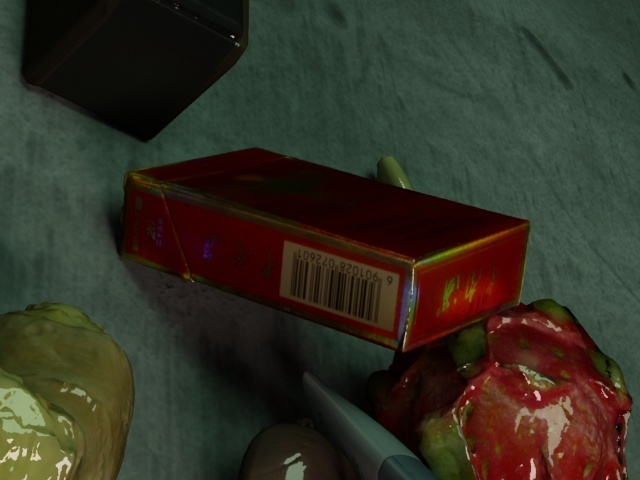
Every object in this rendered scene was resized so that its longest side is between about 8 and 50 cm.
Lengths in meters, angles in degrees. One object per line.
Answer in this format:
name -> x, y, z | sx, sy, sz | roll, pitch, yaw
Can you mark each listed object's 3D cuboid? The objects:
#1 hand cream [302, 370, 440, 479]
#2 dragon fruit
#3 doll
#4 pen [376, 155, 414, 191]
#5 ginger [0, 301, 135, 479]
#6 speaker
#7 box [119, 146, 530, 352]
hand cream -> 0.051, 0.189, 1.310 | 0.048, 0.079, 0.255 | -22, 29, -22
dragon fruit -> 0.161, 0.184, 1.406 | 0.231, 0.237, 0.302 | 12, 49, -23
doll -> -0.030, 0.233, 1.259 | 0.145, 0.096, 0.188 | 62, 37, -28
pen -> 0.113, 0.011, 1.690 | 0.032, 0.040, 0.233 | -2, 64, -49
ginger -> -0.210, 0.140, 1.111 | 0.138, 0.152, 0.267 | 15, 22, -4
speaker -> -0.176, -0.248, 1.480 | 0.153, 0.192, 0.231 | 25, 45, -33
box -> 0.001, 0.000, 1.366 | 0.313, 0.089, 0.197 | 18, 21, 33
